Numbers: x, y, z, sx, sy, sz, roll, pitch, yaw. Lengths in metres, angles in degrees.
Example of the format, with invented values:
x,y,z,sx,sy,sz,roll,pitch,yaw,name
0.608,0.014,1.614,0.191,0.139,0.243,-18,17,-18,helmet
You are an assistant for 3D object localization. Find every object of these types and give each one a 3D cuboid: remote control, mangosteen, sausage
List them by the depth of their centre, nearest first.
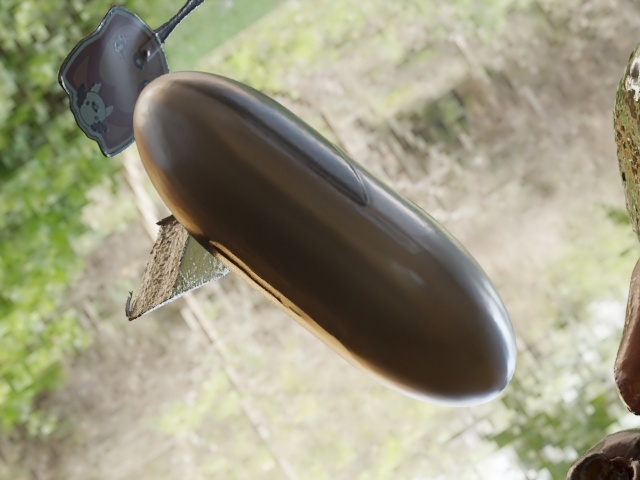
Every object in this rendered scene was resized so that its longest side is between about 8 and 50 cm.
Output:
x,y,z,sx,sy,sz,roll,pitch,yaw,name
0.000,0.000,1.278,0.103,0.332,0.221,-50,170,-19,remote control
0.287,0.238,1.655,0.152,0.152,0.152,-33,178,-1,mangosteen
0.318,0.086,1.687,0.077,0.077,0.194,-35,-154,43,sausage

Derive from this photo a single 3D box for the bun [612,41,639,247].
x,y,z,sx,sy,sz,roll,pitch,yaw,name
0.296,-0.049,1.032,0.259,0.152,0.259,-5,139,-5,bun

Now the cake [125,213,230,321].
x,y,z,sx,sy,sz,roll,pitch,yaw,name
-0.112,0.032,1.438,0.052,0.065,0.121,-23,-154,25,cake

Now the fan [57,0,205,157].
x,y,z,sx,sy,sz,roll,pitch,yaw,name
-0.181,-0.188,1.839,0.009,0.132,0.220,9,-131,41,fan
